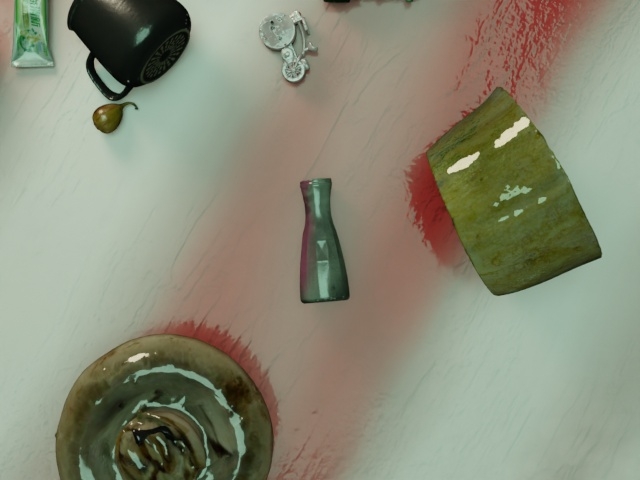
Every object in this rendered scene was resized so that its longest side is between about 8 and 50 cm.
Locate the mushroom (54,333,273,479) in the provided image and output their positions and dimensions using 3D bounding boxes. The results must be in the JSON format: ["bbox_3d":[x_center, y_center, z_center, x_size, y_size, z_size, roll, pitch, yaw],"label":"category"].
[{"bbox_3d":[-0.258,0.338,1.780,0.362,0.294,0.362,0,91,-2],"label":"mushroom"}]

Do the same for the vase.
[{"bbox_3d":[0.000,0.000,1.889,0.086,0.086,0.214,-5,86,0],"label":"vase"}]

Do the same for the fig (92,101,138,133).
[{"bbox_3d":[-0.360,-0.220,1.904,0.083,0.050,0.050,-32,91,-18],"label":"fig"}]

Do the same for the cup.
[{"bbox_3d":[-0.338,-0.346,1.854,0.176,0.169,0.223,41,121,3],"label":"cup"}]

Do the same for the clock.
[{"bbox_3d":[-0.052,-0.341,1.903,0.087,0.041,0.129,-24,86,3],"label":"clock"}]

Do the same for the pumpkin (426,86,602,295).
[{"bbox_3d":[0.295,-0.063,1.767,0.199,0.332,0.332,-30,90,2],"label":"pumpkin"}]

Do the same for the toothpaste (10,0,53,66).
[{"bbox_3d":[-0.506,-0.452,1.901,0.074,0.048,0.297,0,94,-3],"label":"toothpaste"}]

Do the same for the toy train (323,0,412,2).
[{"bbox_3d":[0.099,-0.477,1.889,0.200,0.083,0.132,2,101,0],"label":"toy train"}]
